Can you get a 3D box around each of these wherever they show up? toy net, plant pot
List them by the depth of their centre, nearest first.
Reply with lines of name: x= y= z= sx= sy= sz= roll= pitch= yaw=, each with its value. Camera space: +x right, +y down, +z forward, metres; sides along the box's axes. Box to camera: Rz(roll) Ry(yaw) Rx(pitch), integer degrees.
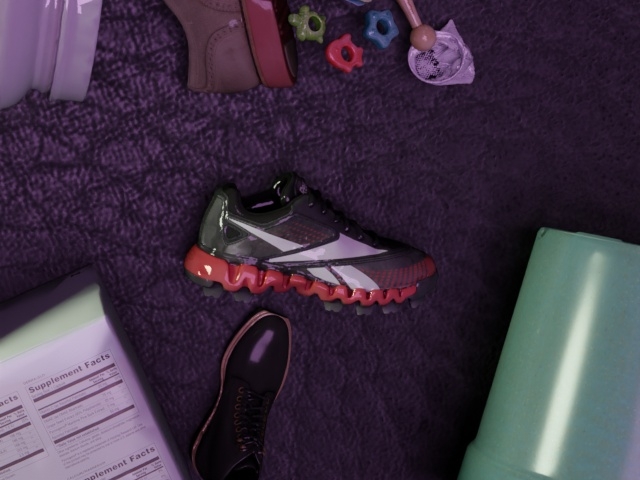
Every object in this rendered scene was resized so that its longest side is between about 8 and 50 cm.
toy net: x=0.080 y=-0.212 z=1.333 sx=0.232 sy=0.045 sz=0.122 roll=28 pitch=71 yaw=-29
plant pot: x=0.324 y=0.170 z=1.385 sx=0.341 sy=0.341 sz=0.334 roll=11 pitch=91 yaw=-16

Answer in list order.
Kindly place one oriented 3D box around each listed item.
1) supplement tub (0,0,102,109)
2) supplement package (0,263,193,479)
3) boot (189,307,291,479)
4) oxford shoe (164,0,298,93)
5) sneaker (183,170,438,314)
supplement tub: x=-0.364 y=-0.242 z=1.142 sx=0.331 sy=0.241 sz=0.241 roll=6 pitch=101 yaw=-15
supplement package: x=-0.256 y=0.199 z=1.295 sx=0.198 sy=0.199 sz=0.263 roll=-24 pitch=108 yaw=-7
boot: x=-0.069 y=0.181 z=1.371 sx=0.077 sy=0.137 sz=0.198 roll=17 pitch=98 yaw=-17
oxford shoe: x=-0.122 y=-0.298 z=1.243 sx=0.130 sy=0.123 sz=0.348 roll=-11 pitch=111 yaw=11
sneaker: x=0.000 y=0.000 z=1.365 sx=0.276 sy=0.097 sz=0.135 roll=7 pitch=103 yaw=-14
